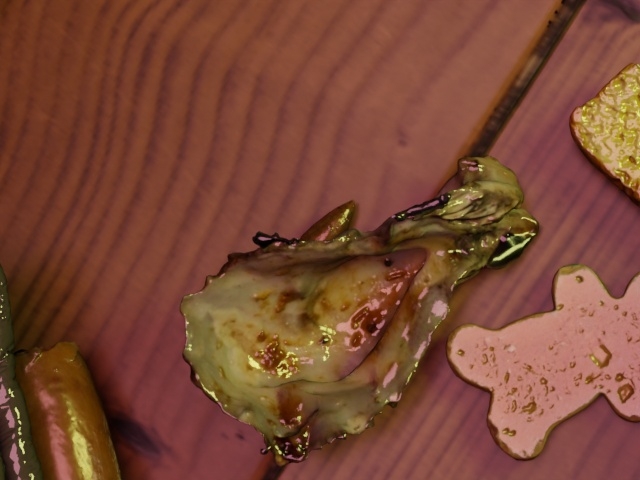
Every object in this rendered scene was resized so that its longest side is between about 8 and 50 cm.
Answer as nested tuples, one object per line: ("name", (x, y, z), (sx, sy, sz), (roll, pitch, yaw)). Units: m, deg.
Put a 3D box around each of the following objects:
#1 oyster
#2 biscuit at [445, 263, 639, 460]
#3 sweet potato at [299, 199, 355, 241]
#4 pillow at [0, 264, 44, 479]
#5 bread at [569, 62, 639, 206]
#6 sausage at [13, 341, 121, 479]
("oyster", (0.036, 0.038, 1.600), (0.337, 0.133, 0.198), (-38, 102, -1))
("biscuit", (0.239, 0.097, 1.613), (0.234, 0.030, 0.153), (-30, 80, 6))
("sweet potato", (0.000, 0.000, 1.666), (0.034, 0.034, 0.095), (39, 94, 12))
("pillow", (-0.333, 0.178, 1.623), (0.228, 0.101, 0.326), (-28, 75, 48))
("bread", (0.309, -0.071, 1.602), (0.187, 0.065, 0.103), (38, 90, 14))
("sausage", (-0.229, 0.227, 1.652), (0.109, 0.109, 0.271), (-14, 82, 9))
